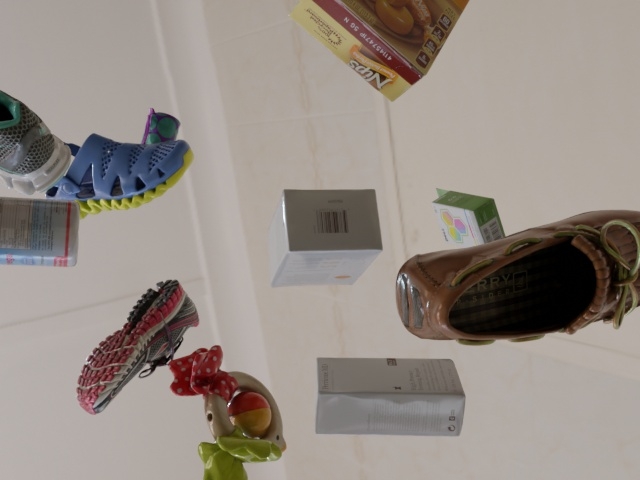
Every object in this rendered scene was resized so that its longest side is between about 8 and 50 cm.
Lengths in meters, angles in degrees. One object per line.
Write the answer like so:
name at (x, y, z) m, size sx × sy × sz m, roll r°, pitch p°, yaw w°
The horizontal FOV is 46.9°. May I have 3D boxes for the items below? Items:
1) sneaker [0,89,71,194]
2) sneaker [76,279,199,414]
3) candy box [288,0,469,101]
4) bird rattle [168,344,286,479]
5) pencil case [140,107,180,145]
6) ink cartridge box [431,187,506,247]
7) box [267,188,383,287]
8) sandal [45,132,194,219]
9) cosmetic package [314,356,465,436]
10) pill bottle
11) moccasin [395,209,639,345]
sneaker at (-0.252, -0.096, 0.510) m, size 0.167 × 0.076 × 0.065 m, roll 23°, pitch -113°, yaw 10°
sneaker at (-0.335, 0.210, 1.396) m, size 0.299 × 0.121 × 0.112 m, roll -52°, pitch -56°, yaw -33°
candy box at (0.114, -0.365, 1.010) m, size 0.183 × 0.087 × 0.316 m, roll 38°, pitch -119°, yaw -13°
bird rattle at (-0.155, 0.301, 1.279) m, size 0.143 × 0.253 × 0.207 m, roll -43°, pitch -32°, yaw 22°
pencil case at (-0.319, -0.167, 1.395) m, size 0.070 × 0.065 × 0.151 m, roll 26°, pitch -103°, yaw -40°
ink cartridge box at (0.315, -0.047, 1.655) m, size 0.062 × 0.209 × 0.109 m, roll -32°, pitch -67°, yaw -19°
box at (0.000, 0.000, 1.040) m, size 0.130 × 0.170 × 0.091 m, roll -1°, pitch -109°, yaw -13°
sandal at (-0.371, -0.125, 1.285) m, size 0.126 × 0.318 × 0.138 m, roll -71°, pitch -36°, yaw -57°
cosmetic package at (0.106, 0.250, 1.190) m, size 0.231 × 0.117 × 0.085 m, roll 2°, pitch -70°, yaw -2°
pill bottle at (-0.389, -0.012, 0.932) m, size 0.160 × 0.087 × 0.087 m, roll 3°, pitch -87°, yaw -18°
moccasin at (0.276, 0.039, 0.820) m, size 0.380 × 0.147 × 0.139 m, roll -3°, pitch -80°, yaw -21°
